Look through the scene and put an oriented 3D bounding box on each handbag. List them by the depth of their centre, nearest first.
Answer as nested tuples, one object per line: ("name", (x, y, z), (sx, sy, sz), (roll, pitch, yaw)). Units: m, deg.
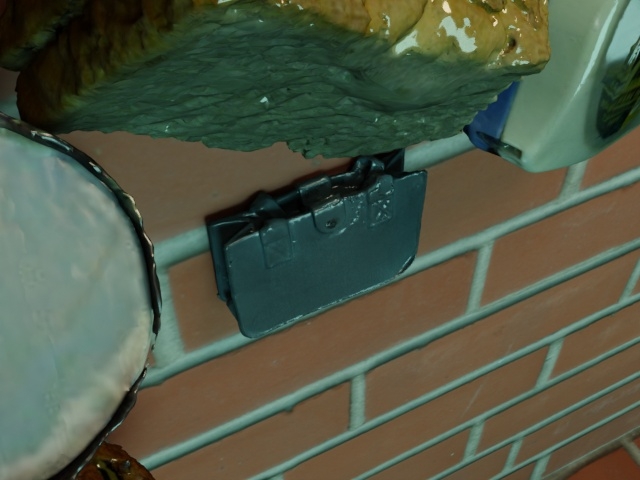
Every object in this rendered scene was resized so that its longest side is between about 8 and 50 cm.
("handbag", (0.000, 0.000, 0.874), (0.229, 0.062, 0.179), (-22, 144, -17))

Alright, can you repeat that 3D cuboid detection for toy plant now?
("toy plant", (-0.242, 0.049, 0.588), (0.247, 0.247, 0.332), (-22, -178, -17))

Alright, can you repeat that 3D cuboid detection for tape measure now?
("tape measure", (0.237, -0.195, 0.701), (0.259, 0.138, 0.262), (-30, 150, -45))

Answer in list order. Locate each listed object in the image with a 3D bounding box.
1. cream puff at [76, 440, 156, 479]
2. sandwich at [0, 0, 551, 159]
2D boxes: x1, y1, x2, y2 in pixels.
("cream puff", (-0.309, 0.315, 0.883), (0.303, 0.212, 0.303), (-13, 141, -11))
("sandwich", (-0.008, -0.137, 0.528), (0.325, 0.131, 0.262), (-2, 173, -39))
